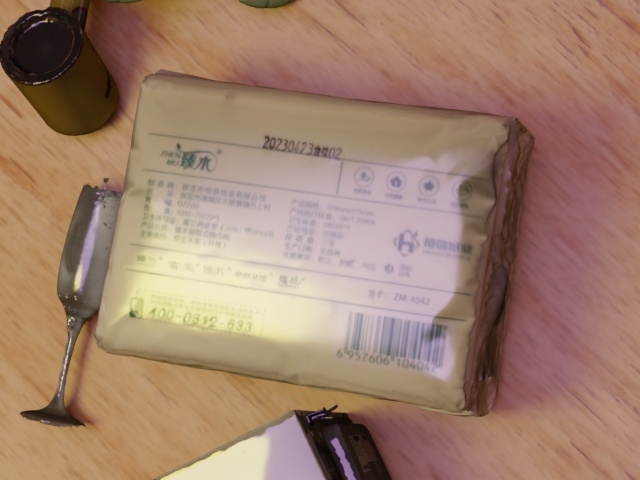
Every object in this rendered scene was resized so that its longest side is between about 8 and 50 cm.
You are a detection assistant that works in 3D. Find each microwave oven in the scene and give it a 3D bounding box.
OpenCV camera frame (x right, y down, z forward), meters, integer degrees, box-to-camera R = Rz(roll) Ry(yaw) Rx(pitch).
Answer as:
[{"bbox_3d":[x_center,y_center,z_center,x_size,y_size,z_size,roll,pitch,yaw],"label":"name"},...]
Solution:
[{"bbox_3d":[-0.032,0.256,1.707,0.194,0.240,0.145,-24,79,9],"label":"microwave oven"}]

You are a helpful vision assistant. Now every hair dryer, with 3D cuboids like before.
[{"bbox_3d":[-0.258,-0.258,1.885,0.090,0.135,0.278,0,67,14],"label":"hair dryer"}]

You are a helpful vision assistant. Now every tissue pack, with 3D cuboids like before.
[{"bbox_3d":[0.000,0.000,1.743,0.380,0.207,0.297,11,88,14],"label":"tissue pack"}]

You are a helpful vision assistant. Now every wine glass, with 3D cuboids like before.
[{"bbox_3d":[-0.251,0.063,1.865,0.074,0.074,0.262,11,86,13],"label":"wine glass"}]

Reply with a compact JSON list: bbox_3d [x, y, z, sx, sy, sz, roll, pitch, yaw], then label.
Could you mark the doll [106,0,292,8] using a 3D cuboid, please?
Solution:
[{"bbox_3d":[-0.128,-0.375,1.831,0.284,0.216,0.268,2,102,-16],"label":"doll"}]
